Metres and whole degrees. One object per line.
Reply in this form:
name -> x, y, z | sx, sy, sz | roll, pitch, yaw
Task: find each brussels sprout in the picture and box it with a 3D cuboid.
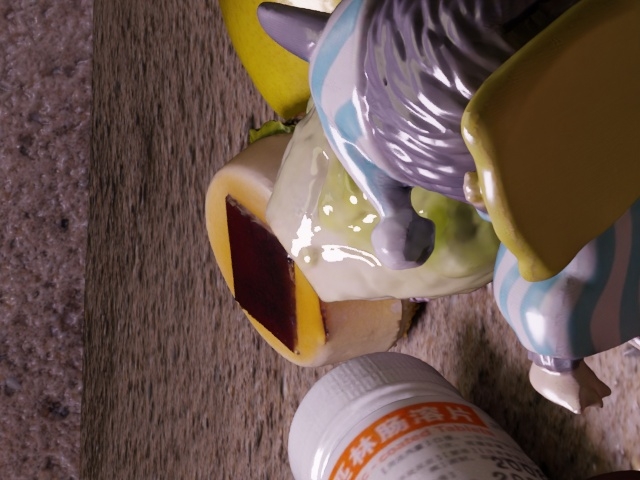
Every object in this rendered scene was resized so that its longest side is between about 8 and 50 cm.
brussels sprout -> 0.093, -0.077, 1.850 | 0.273, 0.242, 0.317 | 24, 80, 38

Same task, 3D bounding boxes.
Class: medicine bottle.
medicine bottle -> 0.112, 0.266, 1.890 | 0.371, 0.211, 0.211 | -132, 44, -62

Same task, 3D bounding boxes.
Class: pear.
pear -> -0.028, -0.322, 2.299 | 0.340, 0.191, 0.387 | 179, 91, -72

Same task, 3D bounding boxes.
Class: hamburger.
hamburger -> 0.000, 0.000, 2.228 | 0.302, 0.170, 0.302 | 43, 148, 36

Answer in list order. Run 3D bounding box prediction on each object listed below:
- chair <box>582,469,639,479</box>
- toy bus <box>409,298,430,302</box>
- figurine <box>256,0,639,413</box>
chair -> 0.274, 0.368, 1.415 | 0.401, 0.226, 0.227 | -117, 32, -55
toy bus -> 0.084, -0.075, 2.048 | 0.090, 0.112, 0.274 | 161, 117, -70
figurine -> 0.132, -0.103, 1.632 | 0.377, 0.266, 0.361 | 33, 139, 49
